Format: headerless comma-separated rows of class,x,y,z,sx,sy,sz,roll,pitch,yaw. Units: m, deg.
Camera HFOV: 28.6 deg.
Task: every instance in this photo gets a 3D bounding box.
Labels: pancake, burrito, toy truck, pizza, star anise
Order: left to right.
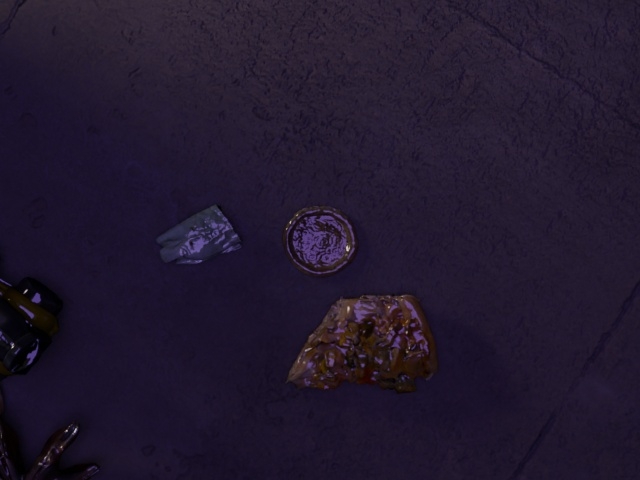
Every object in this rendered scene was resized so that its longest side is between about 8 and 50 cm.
toy truck,-0.477,0.094,1.748,0.224,0.165,0.147,40,88,-3
star anise,-0.422,0.368,1.794,0.288,0.088,0.288,-1,99,-7
burrito,-0.179,0.001,1.831,0.118,0.044,0.074,-26,97,-7
pancake,0.000,0.000,1.860,0.115,0.011,0.115,0,90,-6
pizza,0.063,0.152,1.839,0.226,0.069,0.147,1,93,-4

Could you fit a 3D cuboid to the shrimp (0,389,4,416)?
shrimp,-0.568,0.256,1.807,0.223,0.047,0.126,-13,102,-5
